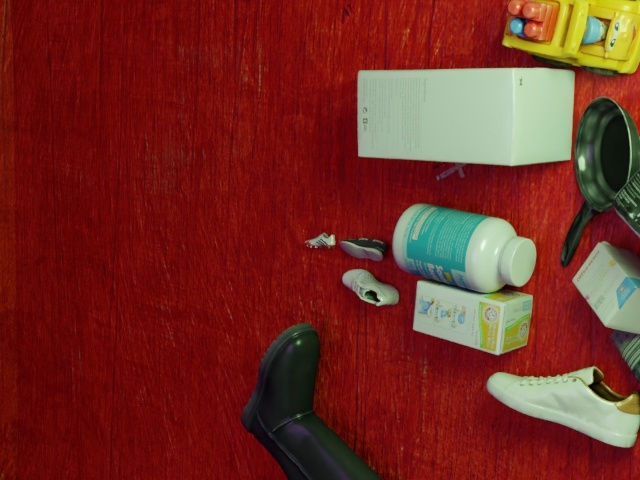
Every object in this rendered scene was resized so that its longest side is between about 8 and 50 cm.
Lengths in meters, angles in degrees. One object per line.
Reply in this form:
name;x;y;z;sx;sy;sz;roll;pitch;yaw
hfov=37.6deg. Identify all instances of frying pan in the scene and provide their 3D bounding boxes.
frying pan;0.493;-0.086;1.638;0.197;0.053;0.326;-128;36;-71

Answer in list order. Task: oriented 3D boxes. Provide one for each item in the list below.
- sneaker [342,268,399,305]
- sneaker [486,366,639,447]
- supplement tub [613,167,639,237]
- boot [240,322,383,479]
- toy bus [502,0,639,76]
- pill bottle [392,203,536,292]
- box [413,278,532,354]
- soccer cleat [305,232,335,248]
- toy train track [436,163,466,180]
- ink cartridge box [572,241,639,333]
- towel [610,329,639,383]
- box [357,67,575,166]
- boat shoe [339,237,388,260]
sneaker;0.099;0.103;2.066;0.152;0.061;0.054;23;113;40
sneaker;0.453;0.275;1.745;0.290;0.106;0.123;16;103;29
supplement tub;0.622;-0.114;1.440;0.193;0.193;0.316;49;114;26
boot;0.023;0.455;2.125;0.445;0.146;0.367;48;135;32
toy bus;0.419;-0.368;1.600;0.220;0.211;0.150;24;110;37
pill bottle;0.280;0.017;1.827;0.264;0.146;0.146;14;105;41
box;0.299;0.143;1.849;0.203;0.114;0.103;14;104;40
soccer cleat;0.000;0.000;2.167;0.083;0.029;0.036;4;90;39
toy train track;0.265;-0.142;1.908;0.083;0.014;0.048;-31;75;42
ink cartridge box;0.516;0.076;1.632;0.092;0.089;0.143;-61;31;29
towel;0.650;0.165;1.526;0.324;0.056;0.312;-59;37;32
box;0.266;-0.235;1.757;0.345;0.215;0.168;8;102;42
boat shoe;0.096;0.013;2.071;0.125;0.038;0.046;10;144;47
